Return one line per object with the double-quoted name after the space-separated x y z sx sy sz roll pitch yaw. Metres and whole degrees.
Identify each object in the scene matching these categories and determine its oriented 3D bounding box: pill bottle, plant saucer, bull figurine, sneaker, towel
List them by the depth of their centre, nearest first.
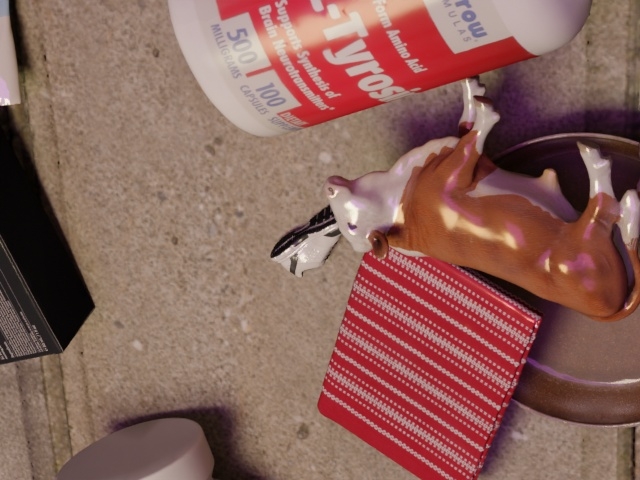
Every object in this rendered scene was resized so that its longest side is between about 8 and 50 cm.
0.089 -0.247 1.296 0.407 0.229 0.229 -15 106 26 "pill bottle"
0.161 -0.037 1.378 0.310 0.101 0.188 21 115 10 "bull figurine"
0.263 0.036 1.456 0.310 0.050 0.311 7 113 17 "plant saucer"
0.105 0.126 1.523 0.198 0.031 0.275 32 129 19 "towel"
0.000 0.000 1.549 0.109 0.040 0.044 -32 115 32 "sneaker"
-0.153 0.396 1.673 0.210 0.210 0.363 -12 107 24 "pill bottle"

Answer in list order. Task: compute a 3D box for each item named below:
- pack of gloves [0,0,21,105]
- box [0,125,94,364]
-0.418 -0.248 1.536 0.195 0.046 0.232 -5 96 -1 "pack of gloves"
-0.393 0.008 1.641 0.184 0.103 0.261 -13 115 22 "box"
